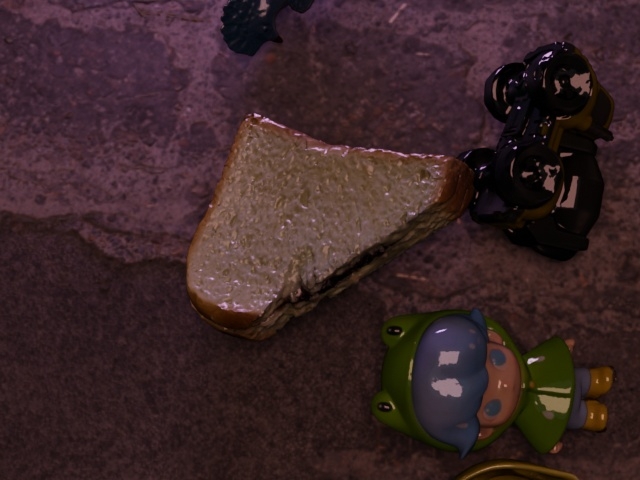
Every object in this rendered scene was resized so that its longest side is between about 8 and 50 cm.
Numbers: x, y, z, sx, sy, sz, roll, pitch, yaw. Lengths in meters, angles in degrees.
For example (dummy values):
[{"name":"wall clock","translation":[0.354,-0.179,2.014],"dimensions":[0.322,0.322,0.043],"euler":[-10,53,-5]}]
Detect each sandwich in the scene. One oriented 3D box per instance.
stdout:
[{"name":"sandwich","translation":[0.002,0.001,1.339],"dimensions":[0.289,0.099,0.254],"euler":[12,75,25]}]

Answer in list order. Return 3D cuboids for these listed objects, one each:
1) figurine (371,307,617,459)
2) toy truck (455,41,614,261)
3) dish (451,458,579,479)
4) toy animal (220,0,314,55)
[{"name":"figurine","translation":[0.188,0.159,1.318],"dimensions":[0.263,0.143,0.162],"euler":[10,86,-11]},{"name":"toy truck","translation":[0.261,-0.101,1.367],"dimensions":[0.165,0.147,0.224],"euler":[25,80,-19]},{"name":"dish","translation":[0.186,0.301,1.302],"dimensions":[0.208,0.080,0.148],"euler":[-33,101,7]},{"name":"toy animal","translation":[-0.026,-0.339,1.417],"dimensions":[0.176,0.239,0.255],"euler":[-11,122,-25]}]
